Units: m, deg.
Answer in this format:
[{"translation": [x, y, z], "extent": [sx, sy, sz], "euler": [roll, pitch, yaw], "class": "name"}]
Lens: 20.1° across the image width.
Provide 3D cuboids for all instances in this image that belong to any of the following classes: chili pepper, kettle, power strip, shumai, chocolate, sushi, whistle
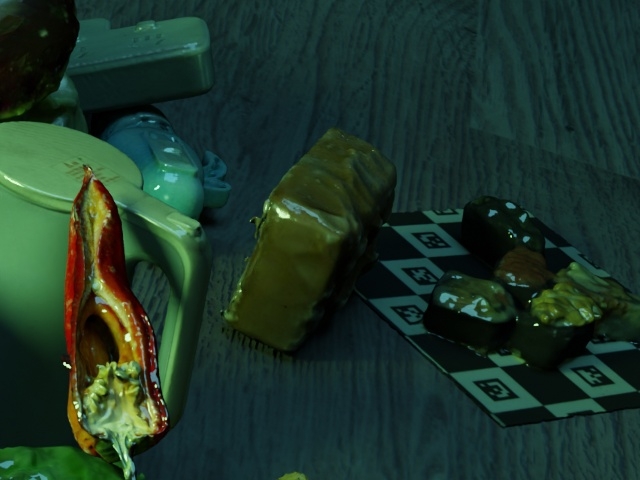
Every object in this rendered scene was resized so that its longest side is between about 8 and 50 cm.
[{"translation": [-0.126, 0.060, 1.056], "extent": [0.059, 0.050, 0.268], "euler": [-1, 46, -16], "class": "chili pepper"}, {"translation": [-0.181, 0.061, 1.221], "extent": [0.210, 0.243, 0.160], "euler": [31, 28, 21], "class": "kettle"}, {"translation": [-0.237, -0.172, 1.760], "extent": [0.265, 0.059, 0.193], "euler": [-10, 20, -2], "class": "power strip"}, {"translation": [-0.325, -0.158, 1.484], "extent": [0.304, 0.263, 0.309], "euler": [42, 43, 8], "class": "shumai"}, {"translation": [0.000, 0.000, 1.586], "extent": [0.093, 0.148, 0.214], "euler": [28, 28, 8], "class": "chocolate"}, {"translation": [0.195, 0.035, 1.740], "extent": [0.343, 0.064, 0.359], "euler": [-4, 32, -39], "class": "sushi"}, {"translation": [-0.165, -0.072, 1.688], "extent": [0.186, 0.093, 0.274], "euler": [11, 22, -22], "class": "whistle"}]

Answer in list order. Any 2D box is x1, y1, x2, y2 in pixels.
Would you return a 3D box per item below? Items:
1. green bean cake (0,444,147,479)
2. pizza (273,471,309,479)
[{"translation": [-0.191, 0.245, 0.930], "extent": [0.308, 0.169, 0.300], "euler": [-1, 32, -33], "class": "green bean cake"}, {"translation": [0.046, 0.280, 1.099], "extent": [0.277, 0.114, 0.409], "euler": [7, 29, -12], "class": "pizza"}]
